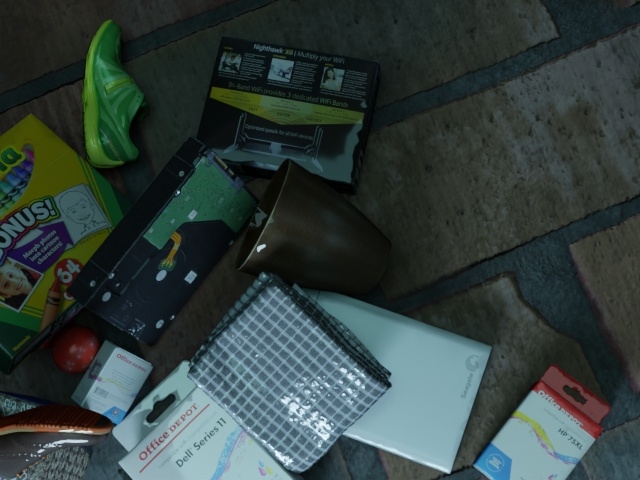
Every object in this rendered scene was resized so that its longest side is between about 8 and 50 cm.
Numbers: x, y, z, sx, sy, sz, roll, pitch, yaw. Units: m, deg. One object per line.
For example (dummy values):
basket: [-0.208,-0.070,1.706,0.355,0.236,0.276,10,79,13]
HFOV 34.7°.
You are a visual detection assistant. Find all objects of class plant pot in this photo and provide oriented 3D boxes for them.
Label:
plant pot: [0.000,0.000,1.800,0.230,0.215,0.215,25,80,-11]

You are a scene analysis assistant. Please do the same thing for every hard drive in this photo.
hard drive: [0.098,0.239,1.806,0.353,0.047,0.233,19,80,9]
hard drive: [-0.266,0.006,1.797,0.064,0.237,0.339,35,84,29]

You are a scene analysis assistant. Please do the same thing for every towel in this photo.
towel: [-0.057,0.219,1.704,0.284,0.121,0.235,42,104,-3]

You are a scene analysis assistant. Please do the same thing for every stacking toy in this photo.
stacking toy: [-0.535,0.123,1.865,0.330,0.141,0.141,41,84,6]

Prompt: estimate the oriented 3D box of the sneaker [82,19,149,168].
sneaker: [-0.391,-0.275,1.955,0.124,0.109,0.295,1,76,-16]

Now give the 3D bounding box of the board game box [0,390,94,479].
board game box: [-0.509,0.415,1.733,0.141,0.232,0.291,15,80,8]

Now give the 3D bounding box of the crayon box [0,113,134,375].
crayon box: [-0.527,-0.001,1.795,0.313,0.106,0.363,42,57,2]

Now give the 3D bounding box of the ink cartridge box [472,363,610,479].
ink cartridge box: [0.382,0.332,1.740,0.134,0.078,0.231,38,83,12]

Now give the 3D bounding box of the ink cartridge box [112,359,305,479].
ink cartridge box: [-0.197,0.388,1.765,0.207,0.119,0.353,-45,77,-4]

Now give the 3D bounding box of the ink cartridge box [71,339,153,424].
ink cartridge box: [-0.371,0.252,1.826,0.052,0.088,0.122,21,77,54]

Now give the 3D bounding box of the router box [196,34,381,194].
router box: [-0.061,-0.234,1.910,0.309,0.081,0.242,12,79,8]

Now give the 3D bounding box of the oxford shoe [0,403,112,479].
oxford shoe: [-0.454,0.316,1.596,0.272,0.097,0.098,-3,98,8]
